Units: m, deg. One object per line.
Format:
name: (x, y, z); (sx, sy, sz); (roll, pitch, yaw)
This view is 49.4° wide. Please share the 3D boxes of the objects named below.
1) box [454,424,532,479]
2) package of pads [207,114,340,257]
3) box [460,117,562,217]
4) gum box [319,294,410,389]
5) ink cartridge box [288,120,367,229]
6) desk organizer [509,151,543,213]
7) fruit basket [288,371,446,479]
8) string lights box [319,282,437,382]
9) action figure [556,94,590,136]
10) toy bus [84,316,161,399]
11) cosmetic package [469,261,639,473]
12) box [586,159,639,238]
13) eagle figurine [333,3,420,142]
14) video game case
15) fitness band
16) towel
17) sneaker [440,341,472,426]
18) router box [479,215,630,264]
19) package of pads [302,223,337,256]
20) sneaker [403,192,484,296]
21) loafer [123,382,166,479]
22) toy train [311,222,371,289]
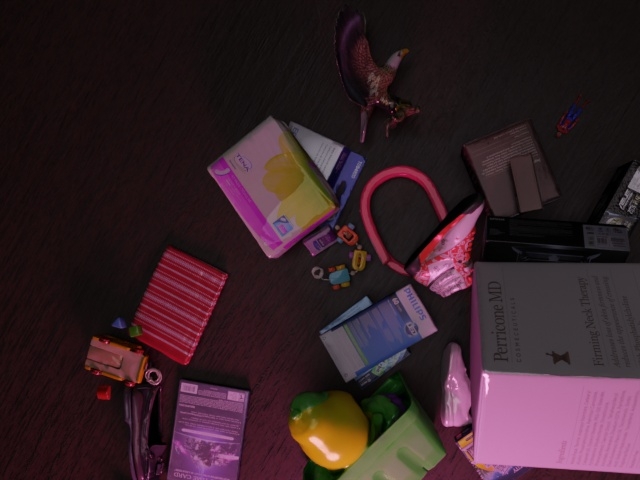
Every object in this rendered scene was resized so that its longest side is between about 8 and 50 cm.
box: (0.470, 0.488, 1.706); (0.233, 0.044, 0.159); (-36, 91, 7)
package of pads: (-0.113, -0.138, 1.756); (0.229, 0.101, 0.297); (-37, 83, 10)
box: (0.453, -0.159, 1.674); (0.167, 0.168, 0.203); (-21, 85, 8)
gum box: (0.114, 0.260, 1.783); (0.157, 0.041, 0.184); (-37, 84, 6)
ink cartridge box: (-0.024, -0.166, 1.816); (0.223, 0.045, 0.223); (25, 93, 9)
desk organizer: (0.460, -0.127, 1.563); (0.050, 0.047, 0.130); (-11, 87, 11)
fruit basket: (0.066, 0.467, 1.660); (0.391, 0.283, 0.392); (0, 99, -2)
string lights box: (0.144, 0.226, 1.719); (0.259, 0.077, 0.133); (-30, 84, 5)
action figure: (0.620, -0.305, 1.723); (0.038, 0.030, 0.115); (34, 96, 4)
toy bus: (-0.519, 0.317, 1.854); (0.190, 0.104, 0.202); (-29, 83, 9)
cosmetic package: (0.531, 0.271, 1.509); (0.393, 0.330, 0.328); (0, 131, 9)
box: (0.711, -0.087, 1.641); (0.077, 0.147, 0.180); (29, 94, 9)
eagle figurine: (0.119, -0.419, 1.722); (0.298, 0.226, 0.225); (44, 59, -8)
video game case: (-0.298, 0.519, 1.853); (0.196, 0.026, 0.275); (8, 91, 10)
fitness band: (0.221, -0.048, 1.772); (0.208, 0.054, 0.291); (-24, 86, 5)
towel: (-0.386, 0.175, 1.875); (0.198, 0.031, 0.275); (25, 91, 11)
sneaker: (0.350, 0.357, 1.732); (0.094, 0.080, 0.212); (0, 97, -2)
router box: (0.529, 0.059, 1.622); (0.308, 0.243, 0.081); (5, 51, 9)
package of pads: (0.000, 0.000, 1.807); (0.083, 0.032, 0.050); (-32, 116, 7)
sneaker: (0.337, 0.019, 1.666); (0.145, 0.090, 0.270); (38, 116, -5)
loafer: (-0.453, 0.527, 1.840); (0.095, 0.109, 0.303); (-10, 84, 5)
toy train: (0.056, 0.043, 1.790); (0.125, 0.046, 0.166); (36, 92, -4)
